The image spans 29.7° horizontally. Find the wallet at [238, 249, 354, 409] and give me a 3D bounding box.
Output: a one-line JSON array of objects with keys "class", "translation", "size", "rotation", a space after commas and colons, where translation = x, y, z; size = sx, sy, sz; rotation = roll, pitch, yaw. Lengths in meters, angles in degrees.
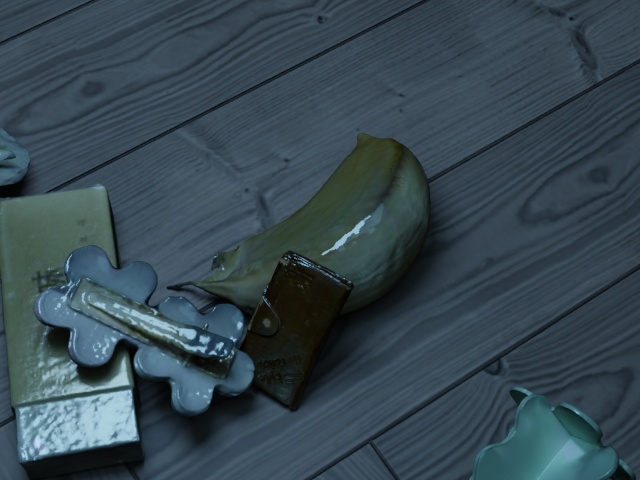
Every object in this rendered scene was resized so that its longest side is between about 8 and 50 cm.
[{"class": "wallet", "translation": [-0.036, 0.104, 1.393], "size": [0.095, 0.176, 0.026], "rotation": [29, 25, 9]}]

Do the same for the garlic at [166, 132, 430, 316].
[{"class": "garlic", "translation": [-0.001, 0.014, 1.478], "size": [0.338, 0.151, 0.196], "rotation": [-39, 47, -11]}]

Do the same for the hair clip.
[{"class": "hair clip", "translation": [-0.191, 0.102, 1.358], "size": [0.257, 0.075, 0.146], "rotation": [24, 67, -3]}]

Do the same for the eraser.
[{"class": "eraser", "translation": [-0.298, 0.100, 1.421], "size": [0.144, 0.078, 0.343], "rotation": [-10, 62, -8]}]

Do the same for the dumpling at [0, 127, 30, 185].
[{"class": "dumpling", "translation": [-0.512, -0.108, 1.499], "size": [0.293, 0.204, 0.163], "rotation": [10, 91, -15]}]

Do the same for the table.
[{"class": "table", "translation": [0.216, 0.283, 1.312], "size": [0.166, 0.166, 0.198], "rotation": [38, 73, 17]}]
